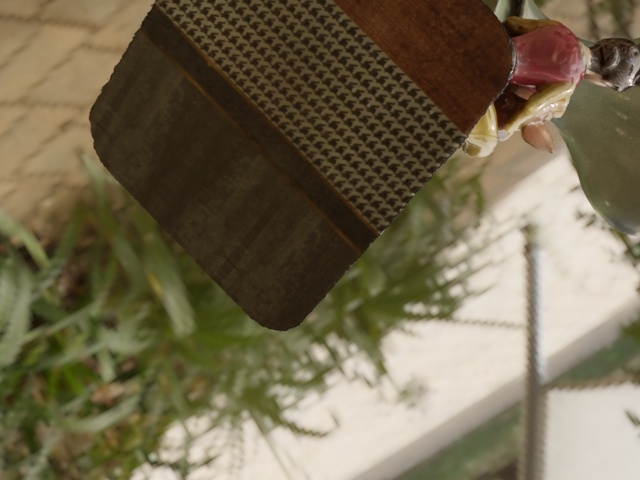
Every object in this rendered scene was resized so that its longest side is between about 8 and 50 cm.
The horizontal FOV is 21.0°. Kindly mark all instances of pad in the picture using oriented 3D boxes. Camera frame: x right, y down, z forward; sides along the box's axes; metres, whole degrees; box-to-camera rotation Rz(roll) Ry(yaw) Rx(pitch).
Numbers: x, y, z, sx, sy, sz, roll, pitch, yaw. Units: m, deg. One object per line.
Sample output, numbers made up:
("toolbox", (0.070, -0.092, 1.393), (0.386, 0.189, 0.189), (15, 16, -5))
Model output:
("pad", (0.018, -0.004, 0.821), (0.055, 0.323, 0.250), (-12, 152, -40))

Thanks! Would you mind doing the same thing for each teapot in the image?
("teapot", (0.224, -0.120, 1.408), (0.183, 0.251, 0.183), (-58, -164, 26))

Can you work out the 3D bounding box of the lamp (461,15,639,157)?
("lamp", (0.111, -0.116, 1.210), (0.253, 0.118, 0.118), (0, 155, -23))
